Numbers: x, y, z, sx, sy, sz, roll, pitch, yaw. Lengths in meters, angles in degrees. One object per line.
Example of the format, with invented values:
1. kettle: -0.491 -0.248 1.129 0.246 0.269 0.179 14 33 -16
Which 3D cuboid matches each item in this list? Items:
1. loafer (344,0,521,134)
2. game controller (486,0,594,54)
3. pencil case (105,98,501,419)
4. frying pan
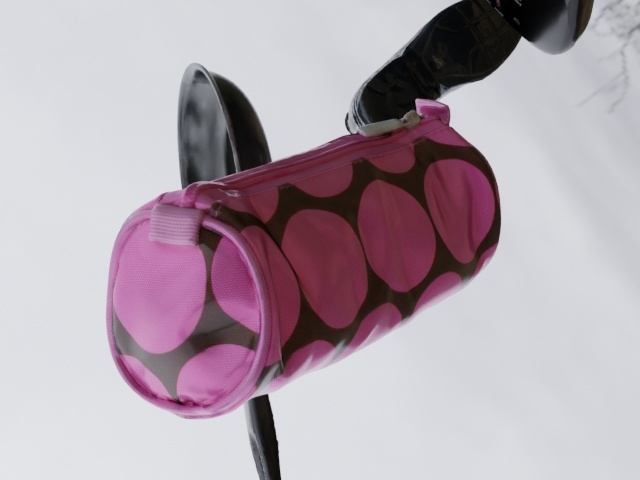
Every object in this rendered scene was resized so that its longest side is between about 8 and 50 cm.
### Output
1. loafer: 0.084 -0.135 0.814 0.062 0.170 0.061 59 160 -8
2. game controller: 0.089 -0.271 0.751 0.319 0.067 0.166 55 160 30
3. pencil case: 0.000 0.000 0.477 0.095 0.098 0.209 21 -153 28
4. frying pan: -0.054 0.004 0.779 0.053 0.197 0.326 -9 -134 -19
